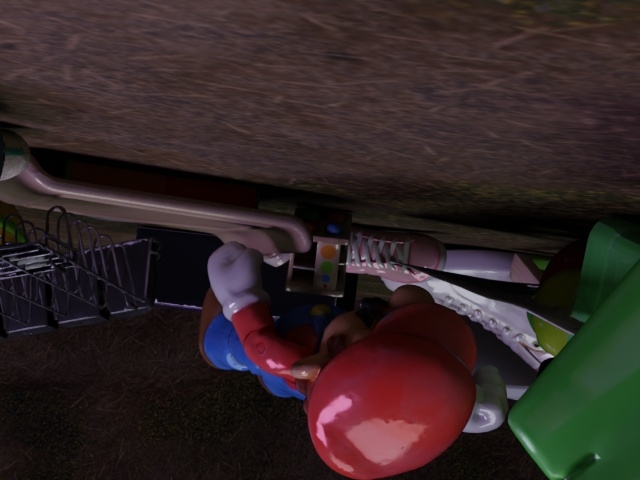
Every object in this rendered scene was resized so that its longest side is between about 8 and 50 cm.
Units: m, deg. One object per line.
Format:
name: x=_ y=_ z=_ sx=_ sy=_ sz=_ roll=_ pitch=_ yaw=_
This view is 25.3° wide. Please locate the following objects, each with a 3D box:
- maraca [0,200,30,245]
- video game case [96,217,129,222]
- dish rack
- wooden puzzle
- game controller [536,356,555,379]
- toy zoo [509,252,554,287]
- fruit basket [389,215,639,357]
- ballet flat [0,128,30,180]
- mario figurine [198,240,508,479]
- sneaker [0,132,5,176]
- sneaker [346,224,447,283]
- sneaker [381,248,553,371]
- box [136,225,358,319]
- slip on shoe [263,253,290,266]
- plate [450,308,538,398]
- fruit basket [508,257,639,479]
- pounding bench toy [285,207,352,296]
maraca: x=-0.355 y=-0.020 z=1.323 sx=0.127 sy=0.099 sz=0.185 roll=-13 pitch=150 yaw=38
video game case: x=-0.193 y=-0.033 z=1.392 sx=0.143 sy=0.019 sz=0.157 roll=5 pitch=174 yaw=26
dish rack: x=-0.265 y=0.027 z=1.183 sx=0.208 sy=0.074 sz=0.271 roll=-12 pitch=164 yaw=11
wooden puzzle: x=-0.146 y=-0.034 z=1.182 sx=0.238 sy=0.044 sz=0.221 roll=14 pitch=174 yaw=-20
game controller: x=0.287 y=0.161 z=1.130 sx=0.166 sy=0.067 sz=0.319 roll=-3 pitch=-163 yaw=-8
toy zoo: x=0.349 y=0.076 z=1.385 sx=0.293 sy=0.030 sz=0.192 roll=8 pitch=-161 yaw=-12
fruit basket: x=0.264 y=0.075 z=1.128 sx=0.327 sy=0.165 sz=0.353 roll=9 pitch=179 yaw=-22
ballet flat: x=-0.259 y=-0.053 z=0.989 sx=0.052 sy=0.057 sz=0.168 roll=-3 pitch=-176 yaw=-43
mario figurine: x=0.028 y=0.076 z=1.130 sx=0.198 sy=0.170 sz=0.320 roll=-10 pitch=-170 yaw=-26
sneaker: x=-0.272 y=-0.058 z=0.742 sx=0.131 sy=0.112 sz=0.319 roll=23 pitch=176 yaw=11
sneaker: x=0.051 y=0.013 z=1.373 sx=0.134 sy=0.051 sz=0.070 roll=9 pitch=-177 yaw=38
sneaker: x=0.202 y=0.077 z=1.501 sx=0.290 sy=0.123 sz=0.106 roll=7 pitch=173 yaw=3
box: x=-0.092 y=0.050 z=1.829 sx=0.261 sy=0.103 sz=0.184 roll=6 pitch=179 yaw=9
slip on shoe: x=-0.063 y=-0.002 z=1.469 sx=0.041 sy=0.051 sz=0.135 roll=50 pitch=171 yaw=-16
plate: x=0.259 y=0.117 z=1.643 sx=0.278 sy=0.045 sz=0.277 roll=8 pitch=-154 yaw=-18
fruit basket: x=0.305 y=0.060 z=0.689 sx=0.392 sy=0.283 sz=0.392 roll=-34 pitch=168 yaw=-8
pounding bench toy: x=0.000 y=0.000 z=1.266 sx=0.052 sy=0.065 sz=0.083 roll=7 pitch=-153 yaw=1
